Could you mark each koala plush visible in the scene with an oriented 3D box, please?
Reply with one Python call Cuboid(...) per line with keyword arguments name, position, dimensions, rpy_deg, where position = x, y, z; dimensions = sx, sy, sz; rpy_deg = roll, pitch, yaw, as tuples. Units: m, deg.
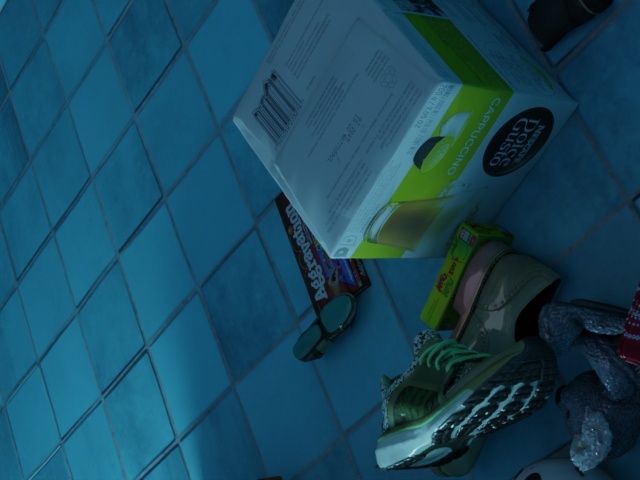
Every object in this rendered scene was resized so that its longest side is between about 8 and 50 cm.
Cuboid(name="koala plush", position=(0.406, 0.208, 1.545), dimensions=(0.203, 0.196, 0.221), rpy_deg=(12, 94, 28))

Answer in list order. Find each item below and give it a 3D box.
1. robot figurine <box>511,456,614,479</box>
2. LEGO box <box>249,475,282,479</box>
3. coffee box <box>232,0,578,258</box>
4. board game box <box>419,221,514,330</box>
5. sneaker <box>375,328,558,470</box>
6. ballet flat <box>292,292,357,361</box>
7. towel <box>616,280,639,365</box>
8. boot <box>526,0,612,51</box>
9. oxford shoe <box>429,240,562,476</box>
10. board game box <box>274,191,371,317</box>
Cuboid(name="robot figurine", position=(0.351, 0.455, 1.599), dimensions=(0.209, 0.173, 0.278), rpy_deg=(-1, 88, 31))
Cuboid(name="LEGO box", position=(-0.166, 0.760, 2.136), dimensions=(0.372, 0.193, 0.500), rpy_deg=(-45, 56, 48))
Cuboid(name="coffee box", position=(0.128, -0.205, 1.765), dimensions=(0.338, 0.334, 0.337), rpy_deg=(54, 126, 33))
Cuboid(name="board game box", position=(0.239, 0.060, 1.809), dimensions=(0.043, 0.092, 0.181), rpy_deg=(41, 118, 41))
Cuboid(name="sneaker", position=(0.179, 0.201, 1.599), dimensions=(0.410, 0.158, 0.182), rpy_deg=(-46, 53, 51))
Cuboid(name="ballet flat", position=(0.022, 0.162, 2.080), dimensions=(0.188, 0.070, 0.070), rpy_deg=(-44, 57, 34))
Cuboid(name="towel", position=(0.515, 0.053, 1.420), dimensions=(0.199, 0.031, 0.275), rpy_deg=(17, 80, 22))
Cuboid(name="boot", position=(0.354, -0.407, 1.718), dimensions=(0.137, 0.077, 0.198), rpy_deg=(-40, 58, 47))
Cuboid(name="oxford shoe", position=(0.267, 0.208, 1.741), dimensions=(0.146, 0.140, 0.397), rpy_deg=(24, 109, 40))
Cuboid(name="board game box", position=(0.000, 0.000, 2.139), dimensions=(0.145, 0.027, 0.281), rpy_deg=(-44, 57, 40))
